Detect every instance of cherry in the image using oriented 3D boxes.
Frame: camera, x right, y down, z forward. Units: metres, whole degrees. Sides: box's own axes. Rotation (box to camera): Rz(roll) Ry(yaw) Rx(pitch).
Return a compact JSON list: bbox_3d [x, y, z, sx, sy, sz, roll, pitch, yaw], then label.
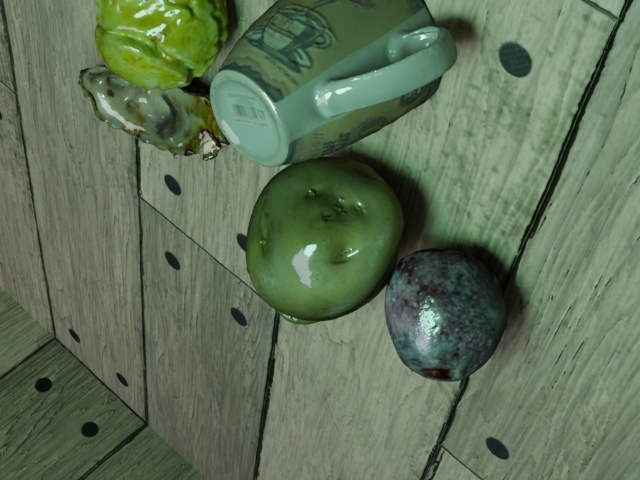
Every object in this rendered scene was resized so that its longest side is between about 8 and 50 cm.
[{"bbox_3d":[0.177,0.105,1.512,0.195,0.195,0.195,33,145,27],"label":"cherry"}]

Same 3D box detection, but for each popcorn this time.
[{"bbox_3d":[-0.237,-0.334,1.589,0.204,0.183,0.221,21,117,-5],"label":"popcorn"}]

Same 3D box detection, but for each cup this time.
[{"bbox_3d":[0.022,-0.205,1.338,0.301,0.257,0.227,8,131,46],"label":"cup"}]

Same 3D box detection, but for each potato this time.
[{"bbox_3d":[0.000,0.000,1.592,0.326,0.221,0.243,150,115,-76],"label":"potato"}]

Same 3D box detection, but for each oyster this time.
[{"bbox_3d":[-0.289,-0.238,1.859,0.361,0.096,0.221,2,129,52],"label":"oyster"}]
